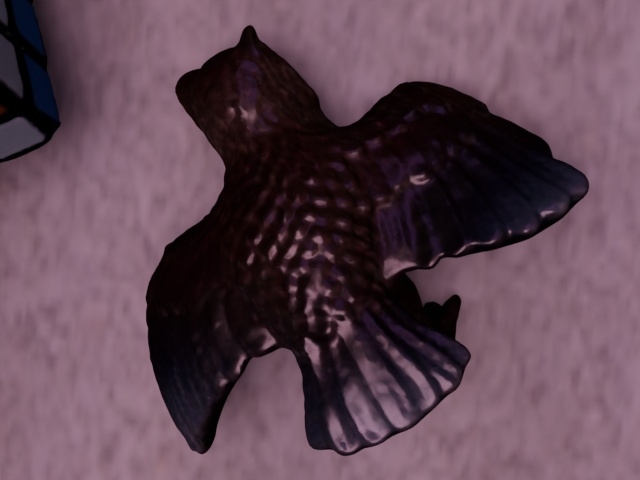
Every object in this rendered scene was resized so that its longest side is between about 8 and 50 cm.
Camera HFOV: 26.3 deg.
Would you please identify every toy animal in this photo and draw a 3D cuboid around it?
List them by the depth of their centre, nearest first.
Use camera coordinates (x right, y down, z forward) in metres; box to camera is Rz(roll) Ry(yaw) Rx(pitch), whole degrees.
[{"bbox_3d":[-0.004,-0.007,0.592,0.218,0.116,0.179,-32,91,15],"label":"toy animal"}]

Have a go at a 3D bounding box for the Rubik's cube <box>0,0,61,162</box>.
[{"bbox_3d":[-0.237,-0.115,0.555,0.187,0.182,0.184,-22,67,8],"label":"Rubik's cube"}]
